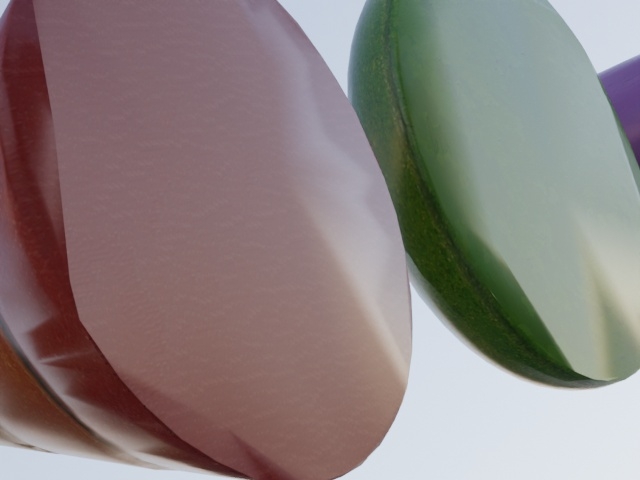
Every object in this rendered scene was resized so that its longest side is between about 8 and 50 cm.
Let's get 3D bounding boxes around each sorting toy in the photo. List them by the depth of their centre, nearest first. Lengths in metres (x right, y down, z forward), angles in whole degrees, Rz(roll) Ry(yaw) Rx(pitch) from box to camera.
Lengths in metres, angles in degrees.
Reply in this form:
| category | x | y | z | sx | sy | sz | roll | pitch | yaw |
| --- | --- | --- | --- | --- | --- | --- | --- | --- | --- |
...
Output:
| category | x | y | z | sx | sy | sz | roll | pitch | yaw |
| --- | --- | --- | --- | --- | --- | --- | --- | --- | --- |
| sorting toy | 0.000 | 0.000 | 0.529 | 0.126 | 0.127 | 0.365 | -24 | -7 | 31 |
